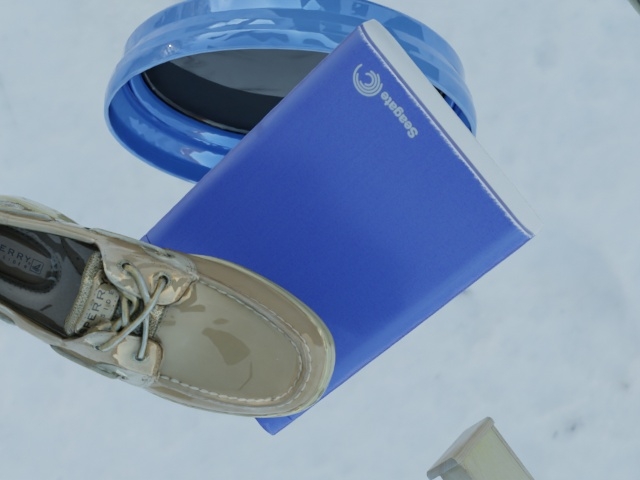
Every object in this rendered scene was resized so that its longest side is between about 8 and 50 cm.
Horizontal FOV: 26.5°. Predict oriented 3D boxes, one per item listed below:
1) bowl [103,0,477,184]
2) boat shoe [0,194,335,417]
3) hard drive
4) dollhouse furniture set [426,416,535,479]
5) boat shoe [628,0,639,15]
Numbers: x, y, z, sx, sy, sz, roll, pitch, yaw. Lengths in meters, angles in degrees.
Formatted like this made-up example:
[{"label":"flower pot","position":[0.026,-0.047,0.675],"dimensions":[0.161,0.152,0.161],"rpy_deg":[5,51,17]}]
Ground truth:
[{"label":"bowl","position":[-0.030,-0.146,1.439],"dimensions":[0.391,0.391,0.077],"rpy_deg":[-8,68,28]},{"label":"boat shoe","position":[-0.157,0.056,1.061],"dimensions":[0.341,0.110,0.121],"rpy_deg":[18,94,12]},{"label":"hard drive","position":[0.000,0.000,1.128],"dimensions":[0.319,0.040,0.210],"rpy_deg":[-41,86,33]},{"label":"dollhouse furniture set","position":[0.130,0.333,1.511],"dimensions":[0.242,0.212,0.161],"rpy_deg":[-38,87,33]},{"label":"boat shoe","position":[0.271,-0.330,1.316],"dimensions":[0.122,0.120,0.324],"rpy_deg":[-41,127,7]}]
